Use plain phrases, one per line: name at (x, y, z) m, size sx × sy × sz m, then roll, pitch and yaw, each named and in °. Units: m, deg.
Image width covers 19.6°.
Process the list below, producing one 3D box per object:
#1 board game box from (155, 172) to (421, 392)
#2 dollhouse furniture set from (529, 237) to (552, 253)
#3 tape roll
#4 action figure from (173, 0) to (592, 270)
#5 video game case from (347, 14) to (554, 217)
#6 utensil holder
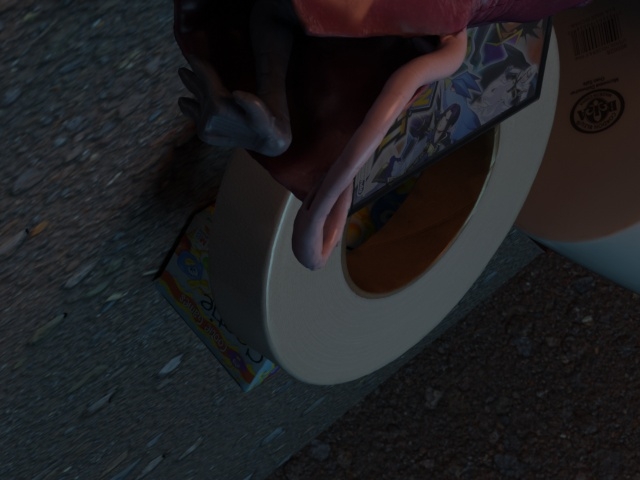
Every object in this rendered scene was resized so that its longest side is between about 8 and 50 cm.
board game box at (0.000, 0.000, 1.810) m, size 0.275 × 0.144 × 0.142 m, roll -34°, pitch 166°, yaw -35°
dollhouse furniture set at (0.294, -0.173, 2.218) m, size 0.201 × 0.152 × 0.374 m, roll -37°, pitch 151°, yaw -14°
tape roll at (0.063, -0.057, 1.598) m, size 0.392 × 0.072 × 0.392 m, roll -36°, pitch 144°, yaw -31°
action figure at (0.091, -0.183, 1.132) m, size 0.370 × 0.275 × 0.248 m, roll -15°, pitch 150°, yaw -35°
video game case at (0.102, -0.181, 1.434) m, size 0.248 × 0.035 × 0.275 m, roll -32°, pitch 141°, yaw -37°
utensil holder at (0.375, -0.093, 1.937) m, size 0.327 × 0.327 × 0.385 m, roll -44°, pitch 144°, yaw 20°
